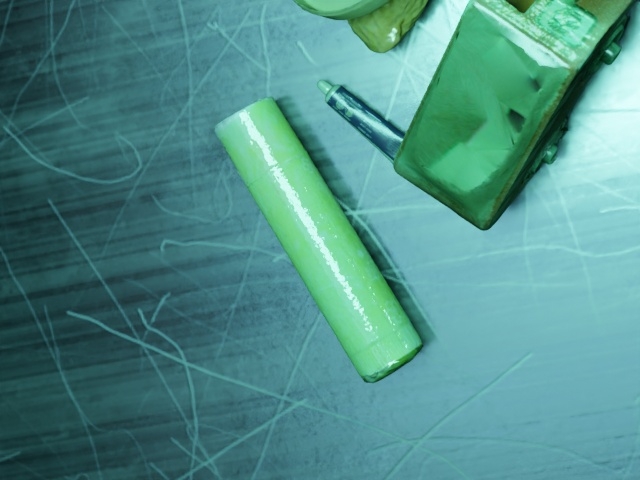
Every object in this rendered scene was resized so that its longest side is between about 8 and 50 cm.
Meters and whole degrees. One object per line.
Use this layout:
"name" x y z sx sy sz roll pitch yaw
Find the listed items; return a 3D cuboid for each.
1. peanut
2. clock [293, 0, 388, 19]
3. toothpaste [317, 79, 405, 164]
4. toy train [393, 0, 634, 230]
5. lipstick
"peanut" 0.071 -0.280 1.773 0.093 0.083 0.194 21 102 17
"clock" 0.031 -0.328 1.738 0.235 0.029 0.235 -13 72 46
"toothpaste" 0.050 -0.115 1.831 0.140 0.021 0.037 40 111 5
"toy train" 0.170 -0.132 1.665 0.129 0.159 0.326 37 143 9
"lipstick" 0.000 0.000 1.831 0.076 0.076 0.304 -31 87 16
